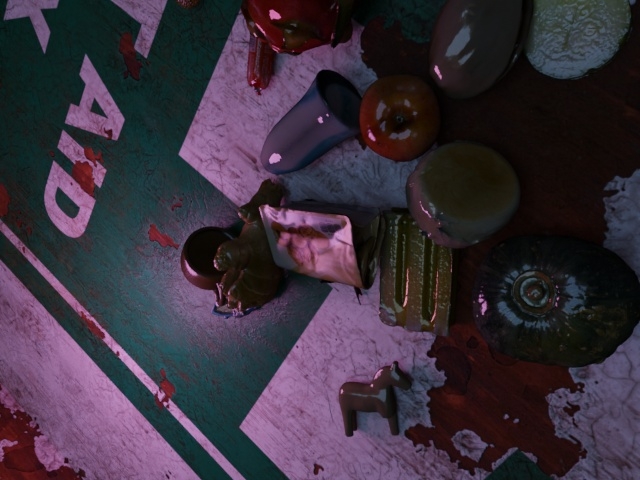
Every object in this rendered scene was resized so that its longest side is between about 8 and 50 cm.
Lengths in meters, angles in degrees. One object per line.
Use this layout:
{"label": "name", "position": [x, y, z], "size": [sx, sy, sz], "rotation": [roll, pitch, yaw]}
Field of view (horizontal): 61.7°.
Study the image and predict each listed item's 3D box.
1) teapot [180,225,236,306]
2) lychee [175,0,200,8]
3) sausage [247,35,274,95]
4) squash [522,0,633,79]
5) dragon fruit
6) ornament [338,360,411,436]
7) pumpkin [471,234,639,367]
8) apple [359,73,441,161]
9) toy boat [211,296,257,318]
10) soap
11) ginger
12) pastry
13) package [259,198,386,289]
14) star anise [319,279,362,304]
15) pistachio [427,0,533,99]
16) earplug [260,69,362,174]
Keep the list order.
{"label": "teapot", "position": [-0.342, 0.082, 1.684], "size": [0.175, 0.186, 0.267], "rotation": [121, 134, -60]}
{"label": "lychee", "position": [-0.387, -0.745, 1.548], "size": [0.114, 0.114, 0.146], "rotation": [39, 137, 16]}
{"label": "sausage", "position": [-0.161, -0.543, 1.489], "size": [0.074, 0.074, 0.273], "rotation": [18, 110, 25]}
{"label": "squash", "position": [0.535, -0.454, 1.134], "size": [0.220, 0.041, 0.219], "rotation": [4, 99, 28]}
{"label": "dragon fruit", "position": [-0.046, -0.569, 1.317], "size": [0.306, 0.305, 0.225], "rotation": [32, 144, 20]}
{"label": "ornament", "position": [0.160, 0.459, 1.551], "size": [0.231, 0.061, 0.244], "rotation": [-3, 104, 29]}
{"label": "pumpkin", "position": [0.506, 0.133, 1.160], "size": [0.328, 0.258, 0.291], "rotation": [14, 96, 34]}
{"label": "apple", "position": [0.191, -0.295, 1.282], "size": [0.210, 0.164, 0.209], "rotation": [3, 102, 13]}
{"label": "toy boat", "position": [-0.258, 0.189, 1.706], "size": [0.238, 0.098, 0.109], "rotation": [-28, 84, 32]}
{"label": "soap", "position": [0.258, 0.076, 1.388], "size": [0.200, 0.091, 0.314], "rotation": [6, 105, 29]}
{"label": "ginger", "position": [-0.210, 0.014, 1.543], "size": [0.166, 0.237, 0.374], "rotation": [-14, 83, 62]}
{"label": "pastry", "position": [0.320, -0.108, 1.225], "size": [0.265, 0.265, 0.133], "rotation": [47, 163, 13]}
{"label": "package", "position": [0.020, -0.019, 1.429], "size": [0.312, 0.165, 0.221], "rotation": [10, 125, 40]}
{"label": "star anise", "position": [0.082, 0.087, 1.518], "size": [0.159, 0.144, 0.140], "rotation": [0, 57, 23]}
{"label": "pistachio", "position": [0.343, -0.447, 1.163], "size": [0.197, 0.166, 0.287], "rotation": [41, 119, 27]}
{"label": "earplug", "position": [-0.048, -0.286, 1.436], "size": [0.324, 0.185, 0.184], "rotation": [-32, 85, 37]}
